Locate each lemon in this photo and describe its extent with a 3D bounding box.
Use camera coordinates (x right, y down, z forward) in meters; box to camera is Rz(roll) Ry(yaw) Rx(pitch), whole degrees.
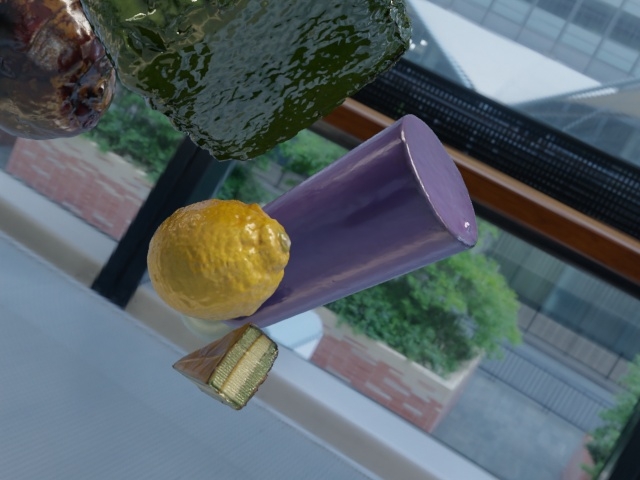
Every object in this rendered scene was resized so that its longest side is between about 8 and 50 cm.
[{"bbox_3d":[-0.114,0.022,0.915,0.187,0.142,0.142,-12,-8,28],"label":"lemon"}]

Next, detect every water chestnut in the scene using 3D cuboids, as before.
[{"bbox_3d":[-0.466,-0.306,1.296,0.244,0.289,0.289,-16,31,-21],"label":"water chestnut"}]

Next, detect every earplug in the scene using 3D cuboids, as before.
[{"bbox_3d":[0.000,0.000,1.235,0.215,0.456,0.215,43,32,-36],"label":"earplug"}]

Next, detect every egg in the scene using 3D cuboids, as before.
[{"bbox_3d":[-0.193,0.111,1.618,0.183,0.264,0.182,13,61,-24],"label":"egg"}]

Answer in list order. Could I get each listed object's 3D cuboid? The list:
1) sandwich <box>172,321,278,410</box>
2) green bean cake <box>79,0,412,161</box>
[{"bbox_3d":[-0.146,0.186,1.230,0.079,0.113,0.163,46,-20,-20],"label":"sandwich"},{"bbox_3d":[-0.088,-0.277,0.941,0.218,0.335,0.319,64,8,22],"label":"green bean cake"}]
